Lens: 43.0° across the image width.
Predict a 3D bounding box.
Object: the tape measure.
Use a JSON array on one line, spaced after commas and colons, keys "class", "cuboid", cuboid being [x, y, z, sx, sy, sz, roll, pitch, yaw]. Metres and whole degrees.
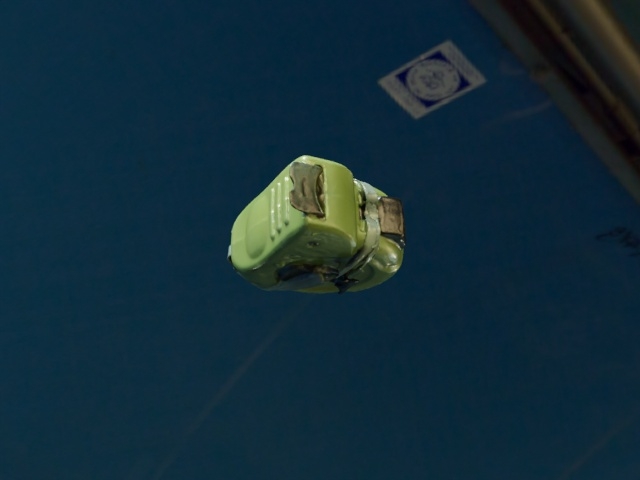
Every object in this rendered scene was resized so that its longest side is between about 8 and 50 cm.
[{"class": "tape measure", "cuboid": [0.000, 0.000, 0.727, 0.154, 0.177, 0.087, 9, -112, -28]}]
